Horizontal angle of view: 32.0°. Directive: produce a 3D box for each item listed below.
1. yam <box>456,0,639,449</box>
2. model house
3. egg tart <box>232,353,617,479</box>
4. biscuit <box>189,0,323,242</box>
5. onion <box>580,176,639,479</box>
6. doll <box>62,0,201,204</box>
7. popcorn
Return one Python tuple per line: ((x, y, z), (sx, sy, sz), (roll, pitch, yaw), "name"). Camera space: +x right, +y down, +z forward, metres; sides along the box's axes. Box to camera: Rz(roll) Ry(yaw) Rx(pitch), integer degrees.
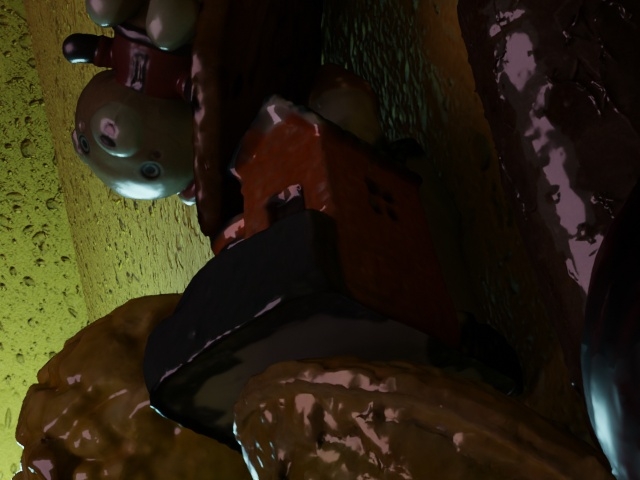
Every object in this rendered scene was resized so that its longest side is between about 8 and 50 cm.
((0.163, -0.026, 0.610), (0.131, 0.131, 0.279), (139, 119, -66), "yam")
((0.000, 0.000, 0.872), (0.190, 0.271, 0.300), (-29, 52, 31), "model house")
((0.073, 0.197, 0.703), (0.128, 0.319, 0.319), (-63, 1, -31), "egg tart")
((-0.046, -0.142, 0.985), (0.359, 0.046, 0.359), (7, -90, -78), "biscuit")
((0.211, 0.042, 0.320), (0.221, 0.281, 0.280), (-57, -34, -69), "onion")
((-0.230, -0.209, 1.488), (0.174, 0.235, 0.330), (-53, -20, -56), "doll")
((-0.187, 0.232, 1.333), (0.354, 0.344, 0.390), (-108, 28, -68), "popcorn")
